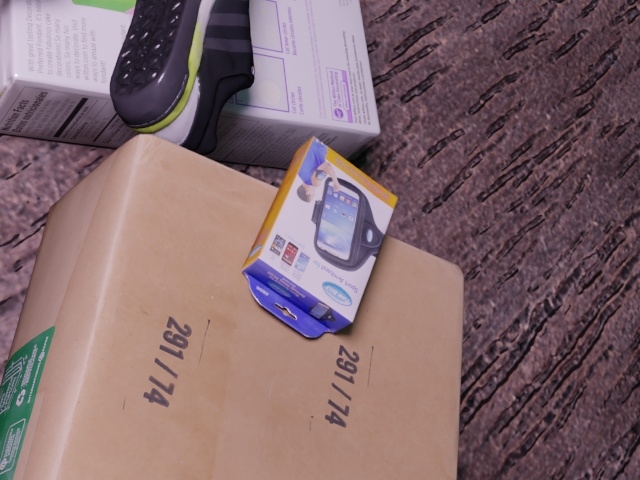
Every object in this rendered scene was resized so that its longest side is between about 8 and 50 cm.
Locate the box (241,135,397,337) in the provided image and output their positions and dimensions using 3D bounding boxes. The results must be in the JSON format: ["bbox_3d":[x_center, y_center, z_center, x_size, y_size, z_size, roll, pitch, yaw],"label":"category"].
[{"bbox_3d":[0.000,0.000,0.747,0.081,0.028,0.136,35,49,-16],"label":"box"}]

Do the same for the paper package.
[{"bbox_3d":[-0.065,0.131,0.759,0.310,0.168,0.324,23,55,-25],"label":"paper package"}]

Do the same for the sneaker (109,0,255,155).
[{"bbox_3d":[-0.092,-0.157,0.835,0.097,0.084,0.234,46,50,-40],"label":"sneaker"}]

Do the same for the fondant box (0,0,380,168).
[{"bbox_3d":[-0.121,-0.199,0.927,0.330,0.096,0.238,5,67,-33],"label":"fondant box"}]
